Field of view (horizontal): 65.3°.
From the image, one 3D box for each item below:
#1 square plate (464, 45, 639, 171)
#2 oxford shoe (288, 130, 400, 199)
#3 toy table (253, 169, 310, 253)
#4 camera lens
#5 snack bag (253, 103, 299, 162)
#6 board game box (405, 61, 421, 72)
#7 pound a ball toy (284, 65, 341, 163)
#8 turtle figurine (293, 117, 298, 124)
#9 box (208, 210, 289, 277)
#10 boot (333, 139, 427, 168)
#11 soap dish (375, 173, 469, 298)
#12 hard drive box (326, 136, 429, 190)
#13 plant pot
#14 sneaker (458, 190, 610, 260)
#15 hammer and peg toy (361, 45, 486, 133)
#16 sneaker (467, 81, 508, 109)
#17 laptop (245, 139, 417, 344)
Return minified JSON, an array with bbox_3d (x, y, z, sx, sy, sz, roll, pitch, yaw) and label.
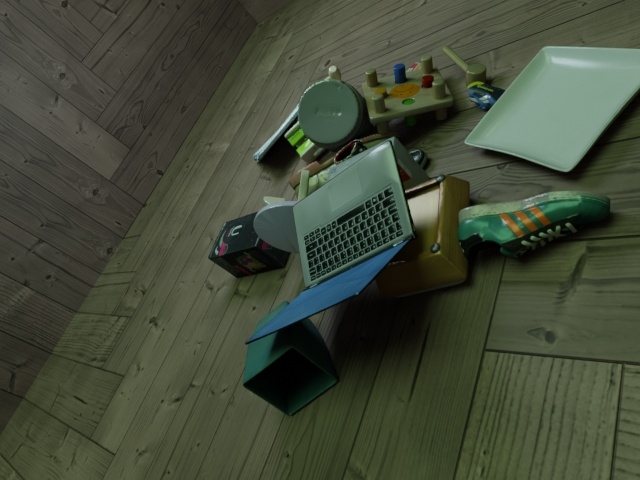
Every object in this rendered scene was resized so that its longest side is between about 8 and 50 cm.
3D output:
[{"bbox_3d":[0.576,-0.325,1.212,0.344,0.049,0.347,-50,33,0],"label":"square plate"},{"bbox_3d":[0.096,-0.223,1.638,0.396,0.140,0.147,-27,80,17],"label":"oxford shoe"},{"bbox_3d":[-0.059,-0.072,1.559,0.161,0.274,0.252,-82,11,-54],"label":"toy table"},{"bbox_3d":[0.055,-0.411,1.676,0.219,0.219,0.274,-40,-5,15],"label":"camera lens"},{"bbox_3d":[-0.176,-0.468,2.143,0.323,0.037,0.342,-49,10,1],"label":"snack bag"},{"bbox_3d":[0.278,-0.520,1.776,0.259,0.039,0.124,-45,32,12],"label":"board game box"},{"bbox_3d":[0.011,-0.476,1.918,0.319,0.135,0.208,-41,70,13],"label":"pound a ball toy"},{"bbox_3d":[-0.035,-0.498,2.044,0.234,0.118,0.175,-26,25,54],"label":"turtle figurine"},{"bbox_3d":[-0.238,0.012,1.745,0.270,0.143,0.165,-14,47,41],"label":"box"},{"bbox_3d":[0.175,-0.234,1.472,0.236,0.178,0.085,-28,39,31],"label":"boot"},{"bbox_3d":[0.247,-0.015,1.225,0.228,0.118,0.291,-19,43,38],"label":"soap dish"},{"bbox_3d":[0.162,-0.165,1.420,0.232,0.181,0.089,-22,42,36],"label":"hard drive box"},{"bbox_3d":[-0.084,0.282,1.289,0.165,0.165,0.234,-39,27,15],"label":"plant pot"},{"bbox_3d":[0.436,-0.021,1.039,0.302,0.108,0.121,-9,69,38],"label":"sneaker"},{"bbox_3d":[0.319,-0.476,1.572,0.361,0.127,0.266,-12,41,6],"label":"hammer and peg toy"},{"bbox_3d":[0.477,-0.398,1.405,0.053,0.059,0.144,-30,48,-18],"label":"sneaker"},{"bbox_3d":[0.000,0.000,1.175,0.382,0.236,0.408,-30,61,41],"label":"laptop"}]
